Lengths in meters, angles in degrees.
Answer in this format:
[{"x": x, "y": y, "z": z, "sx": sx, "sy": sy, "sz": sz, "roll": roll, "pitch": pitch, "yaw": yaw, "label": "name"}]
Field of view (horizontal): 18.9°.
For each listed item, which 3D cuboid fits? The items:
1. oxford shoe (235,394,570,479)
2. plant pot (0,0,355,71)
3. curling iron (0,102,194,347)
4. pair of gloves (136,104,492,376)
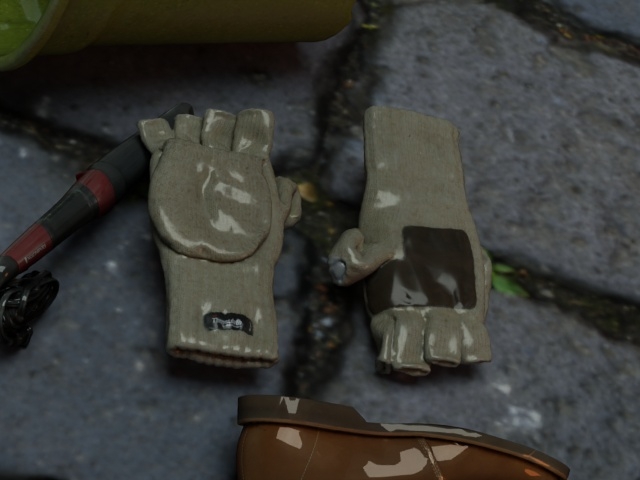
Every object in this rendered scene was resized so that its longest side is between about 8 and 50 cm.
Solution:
[{"x": 0.048, "y": 0.145, "z": 1.165, "sx": 0.212, "sy": 0.076, "sz": 0.076, "roll": 9, "pitch": 77, "yaw": -13, "label": "oxford shoe"}, {"x": -0.099, "y": -0.242, "z": 1.350, "sx": 0.254, "sy": 0.276, "sz": 0.276, "roll": 4, "pitch": 47, "yaw": -29, "label": "plant pot"}, {"x": -0.151, "y": -0.021, "z": 1.252, "sx": 0.035, "sy": 0.068, "sz": 0.274, "roll": 25, "pitch": 41, "yaw": 7, "label": "curling iron"}, {"x": 0.000, "y": 0.000, "z": 1.270, "sx": 0.240, "sy": 0.042, "sz": 0.204, "roll": 2, "pitch": 58, "yaw": -21, "label": "pair of gloves"}]
